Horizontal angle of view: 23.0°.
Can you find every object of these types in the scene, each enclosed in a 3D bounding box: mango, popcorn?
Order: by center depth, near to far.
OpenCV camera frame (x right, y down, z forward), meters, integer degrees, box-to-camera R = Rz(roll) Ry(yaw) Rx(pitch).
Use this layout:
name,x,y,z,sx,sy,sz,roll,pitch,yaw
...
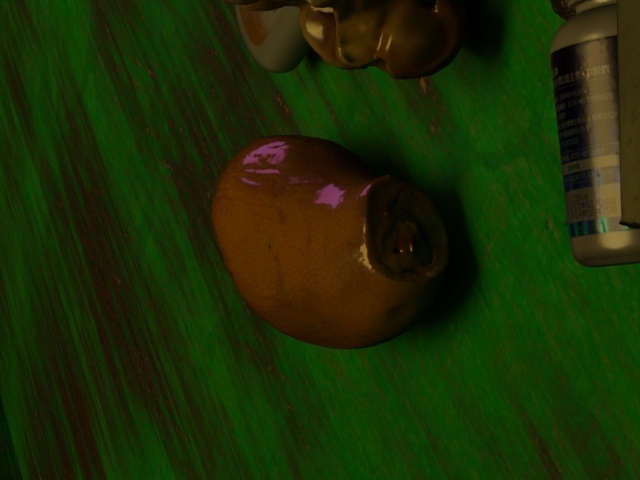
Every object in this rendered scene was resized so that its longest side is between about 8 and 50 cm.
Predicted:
name,x,y,z,sx,sy,sz,roll,pitch,yaw
popcorn,0.010,-0.278,1.233,0.332,0.265,0.225,48,179,-8
mango,0.001,0.004,1.418,0.359,0.144,0.187,31,125,59

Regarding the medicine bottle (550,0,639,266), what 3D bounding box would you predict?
name,x,y,z,sx,sy,sz,roll,pitch,yaw
medicine bottle,0.200,-0.082,0.978,0.107,0.107,0.191,169,96,-67

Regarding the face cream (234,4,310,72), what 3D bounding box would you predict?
name,x,y,z,sx,sy,sz,roll,pitch,yaw
face cream,-0.009,-0.278,1.480,0.291,0.071,0.144,134,128,-60

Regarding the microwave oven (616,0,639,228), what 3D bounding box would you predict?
name,x,y,z,sx,sy,sz,roll,pitch,yaw
microwave oven,0.308,-0.145,0.538,0.394,0.247,0.333,-168,74,-66

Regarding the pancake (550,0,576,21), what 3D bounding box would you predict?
name,x,y,z,sx,sy,sz,roll,pitch,yaw
pancake,0.186,-0.207,1.108,0.115,0.011,0.115,176,90,-67
